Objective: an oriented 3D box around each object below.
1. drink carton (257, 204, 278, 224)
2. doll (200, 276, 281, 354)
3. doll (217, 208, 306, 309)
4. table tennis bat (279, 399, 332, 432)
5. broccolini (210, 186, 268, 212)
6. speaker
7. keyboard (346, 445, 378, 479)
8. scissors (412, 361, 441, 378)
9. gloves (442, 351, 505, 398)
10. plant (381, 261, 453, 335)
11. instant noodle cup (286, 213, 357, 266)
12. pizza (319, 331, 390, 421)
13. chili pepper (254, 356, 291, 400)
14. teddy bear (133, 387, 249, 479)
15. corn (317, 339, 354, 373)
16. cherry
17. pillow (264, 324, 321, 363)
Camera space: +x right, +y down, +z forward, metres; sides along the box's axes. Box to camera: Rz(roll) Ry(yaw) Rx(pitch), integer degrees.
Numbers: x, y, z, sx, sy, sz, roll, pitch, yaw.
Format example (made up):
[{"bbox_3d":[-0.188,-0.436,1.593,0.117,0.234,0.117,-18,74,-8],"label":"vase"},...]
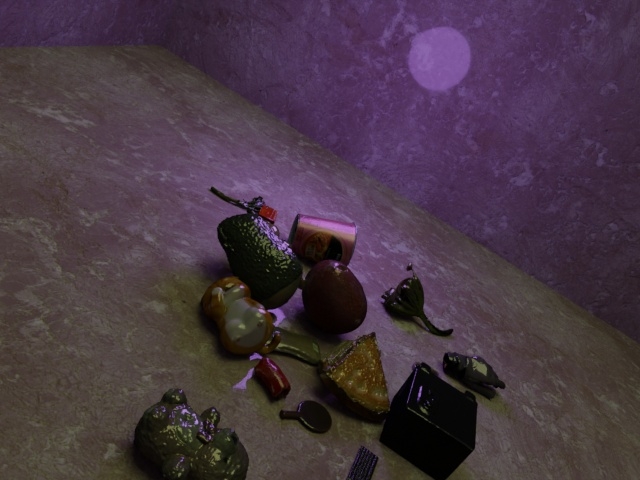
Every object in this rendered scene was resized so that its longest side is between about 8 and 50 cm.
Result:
[{"bbox_3d":[-0.234,-0.013,2.008,0.071,0.223,0.096,26,24,-7],"label":"drink carton"},{"bbox_3d":[-0.253,0.221,1.639,0.166,0.162,0.270,-27,61,-19],"label":"doll"},{"bbox_3d":[-0.202,0.058,1.837,0.349,0.247,0.247,52,28,6],"label":"doll"},{"bbox_3d":[-0.015,0.456,1.513,0.170,0.119,0.107,15,29,-34],"label":"table tennis bat"},{"bbox_3d":[-0.355,-0.194,2.417,0.271,0.062,0.123,22,16,-11],"label":"broccolini"},{"bbox_3d":[0.341,0.547,1.663,0.232,0.184,0.254,33,27,5],"label":"speaker"},{"bbox_3d":[0.106,0.630,1.447,0.061,0.013,0.204,34,25,8],"label":"keyboard"},{"bbox_3d":[0.402,0.528,1.939,0.118,0.030,0.242,23,22,-16],"label":"scissors"},{"bbox_3d":[0.600,0.521,2.108,0.285,0.119,0.142,26,56,-17],"label":"gloves"},{"bbox_3d":[0.430,0.280,2.281,0.333,0.180,0.251,41,37,13],"label":"plant"},{"bbox_3d":[0.000,0.000,2.280,0.255,0.244,0.244,16,28,-12],"label":"instant noodle cup"},{"bbox_3d":[0.100,0.406,1.684,0.251,0.074,0.288,22,46,-36],"label":"pizza"},{"bbox_3d":[-0.139,0.393,1.555,0.073,0.070,0.123,-20,56,-39],"label":"chili pepper"},{"bbox_3d":[-0.279,0.454,1.193,0.267,0.151,0.236,29,18,7],"label":"teddy bear"},{"bbox_3d":[0.054,0.388,1.765,0.087,0.087,0.211,42,33,22],"label":"corn"},{"bbox_3d":[0.045,0.194,1.895,0.221,0.307,0.261,-25,53,-11],"label":"cherry"},{"bbox_3d":[-0.096,0.329,1.756,0.217,0.033,0.130,21,25,-21],"label":"pillow"}]
